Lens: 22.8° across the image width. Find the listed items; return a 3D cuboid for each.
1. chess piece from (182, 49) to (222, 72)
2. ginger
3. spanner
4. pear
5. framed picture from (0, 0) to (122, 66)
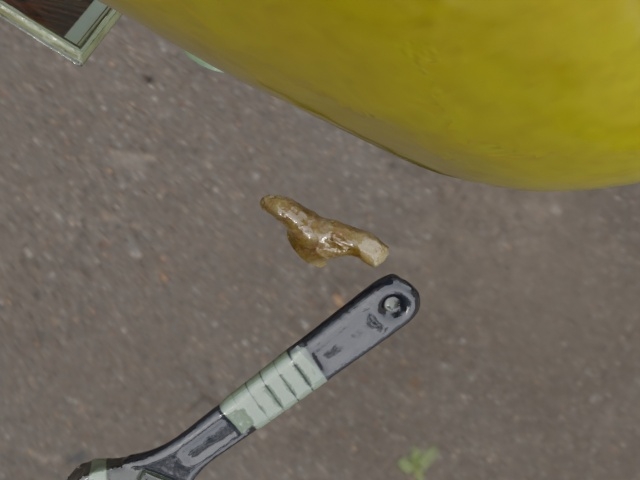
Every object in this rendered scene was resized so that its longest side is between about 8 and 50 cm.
[{"bbox_3d":[-0.051,-0.151,0.970,0.042,0.042,0.093,10,121,-31],"label":"chess piece"},{"bbox_3d":[-0.001,0.000,1.103,0.097,0.048,0.030,24,62,6],"label":"ginger"},{"bbox_3d":[-0.054,0.129,1.166,0.316,0.024,0.087,-36,109,11],"label":"spanner"},{"bbox_3d":[0.025,-0.215,0.386,0.362,0.362,0.418,-33,115,-13],"label":"pear"},{"bbox_3d":[-0.347,-0.318,1.791,0.273,0.216,0.016,31,125,-7],"label":"framed picture"}]
